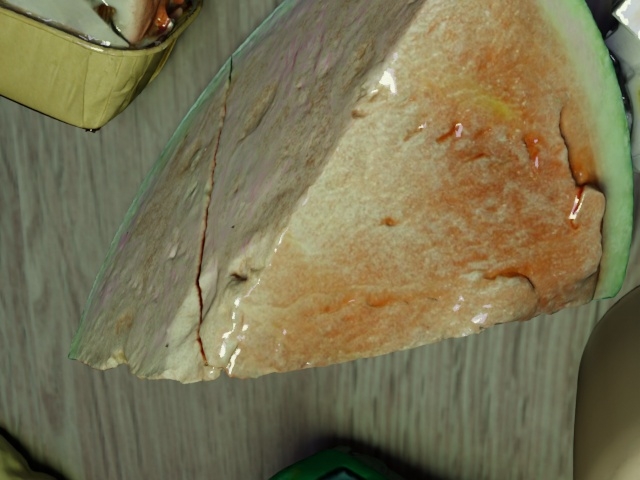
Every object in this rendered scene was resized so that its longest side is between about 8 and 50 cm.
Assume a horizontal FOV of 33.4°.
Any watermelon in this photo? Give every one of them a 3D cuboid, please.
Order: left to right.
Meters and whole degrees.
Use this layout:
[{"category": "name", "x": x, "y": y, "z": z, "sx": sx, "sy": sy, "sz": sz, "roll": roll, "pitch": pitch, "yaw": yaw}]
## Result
[{"category": "watermelon", "x": 0.031, "y": -0.005, "z": 0.656, "sx": 0.222, "sy": 0.292, "sz": 0.319, "roll": 31, "pitch": 82, "yaw": -21}]

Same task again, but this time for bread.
[{"category": "bread", "x": -0.181, "y": -0.195, "z": 0.681, "sx": 0.224, "sy": 0.142, "sz": 0.211, "roll": 23, "pitch": 129, "yaw": 7}]

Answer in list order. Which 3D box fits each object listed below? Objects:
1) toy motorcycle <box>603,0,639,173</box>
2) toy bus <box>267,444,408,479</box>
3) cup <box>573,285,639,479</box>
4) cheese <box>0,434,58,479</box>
[{"category": "toy motorcycle", "x": 0.234, "y": -0.108, "z": 0.615, "sx": 0.229, "sy": 0.074, "sz": 0.151, "roll": -40, "pitch": 97, "yaw": 23}, {"category": "toy bus", "x": 0.071, "y": 0.294, "z": 0.691, "sx": 0.344, "sy": 0.199, "sz": 0.183, "roll": 26, "pitch": 107, "yaw": 29}, {"category": "cup", "x": 0.272, "y": 0.151, "z": 0.627, "sx": 0.253, "sy": 0.200, "sz": 0.191, "roll": 27, "pitch": 115, "yaw": 5}, {"category": "cheese", "x": -0.343, "y": 0.289, "z": 0.911, "sx": 0.327, "sy": 0.115, "sz": 0.317, "roll": -11, "pitch": 105, "yaw": 21}]
